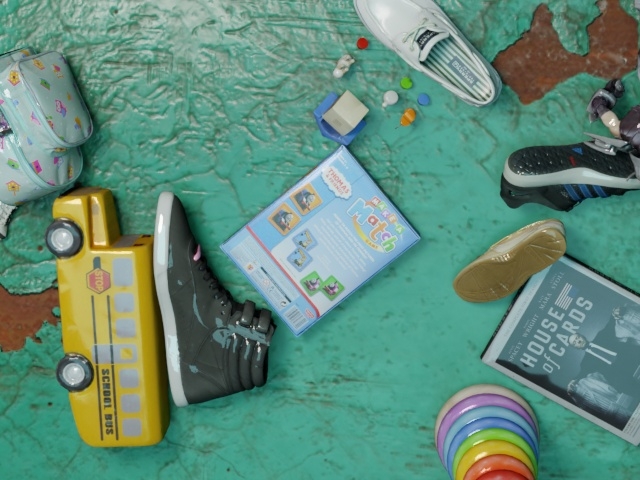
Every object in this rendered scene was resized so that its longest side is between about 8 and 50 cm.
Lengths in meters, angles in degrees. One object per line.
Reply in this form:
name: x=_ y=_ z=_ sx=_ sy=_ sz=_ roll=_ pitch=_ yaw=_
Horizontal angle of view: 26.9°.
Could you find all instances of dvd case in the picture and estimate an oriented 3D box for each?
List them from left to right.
dvd case: x=0.357 y=0.138 z=1.761 sx=0.239 sy=0.029 sz=0.179 roll=28 pitch=101 yaw=-2

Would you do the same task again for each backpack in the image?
backpack: x=-0.373 y=-0.144 z=1.691 sx=0.144 sy=0.166 sz=0.188 roll=-13 pitch=102 yaw=16

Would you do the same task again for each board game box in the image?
board game box: x=0.000 y=0.000 z=1.755 sx=0.211 sy=0.039 sz=0.160 roll=-39 pitch=96 yaw=11

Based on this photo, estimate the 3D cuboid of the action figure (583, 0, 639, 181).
action figure: x=0.425 y=-0.198 z=1.645 sx=0.185 sy=0.099 sz=0.285 roll=11 pitch=92 yaw=18

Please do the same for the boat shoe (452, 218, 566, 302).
boat shoe: x=0.248 y=0.025 z=1.733 sx=0.170 sy=0.059 sz=0.063 roll=-29 pitch=105 yaw=30

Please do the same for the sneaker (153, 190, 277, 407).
sneaker: x=-0.135 y=0.072 z=1.751 sx=0.147 sy=0.104 sz=0.295 roll=-6 pitch=106 yaw=3

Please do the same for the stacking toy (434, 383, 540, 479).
stacking toy: x=0.210 y=0.287 z=1.645 sx=0.141 sy=0.330 sz=0.141 roll=1 pitch=101 yaw=5

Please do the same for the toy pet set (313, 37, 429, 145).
toy pet set: x=0.054 y=-0.175 z=1.720 sx=0.122 sy=0.065 sz=0.114 roll=43 pitch=66 yaw=-7

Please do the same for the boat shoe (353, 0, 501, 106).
boat shoe: x=0.139 y=-0.253 z=1.679 sx=0.226 sy=0.076 sz=0.083 roll=35 pitch=101 yaw=-3

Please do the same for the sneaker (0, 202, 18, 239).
sneaker: x=-0.418 y=-0.040 z=1.782 sx=0.037 sy=0.032 sz=0.083 roll=3 pitch=101 yaw=4

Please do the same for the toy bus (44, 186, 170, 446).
toy bus: x=-0.276 y=0.098 z=1.759 sx=0.130 sy=0.108 sz=0.332 roll=-2 pitch=100 yaw=4

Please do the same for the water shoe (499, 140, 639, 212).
water shoe: x=0.328 y=-0.079 z=1.711 sx=0.203 sy=0.073 sz=0.080 roll=2 pitch=140 yaw=-7
